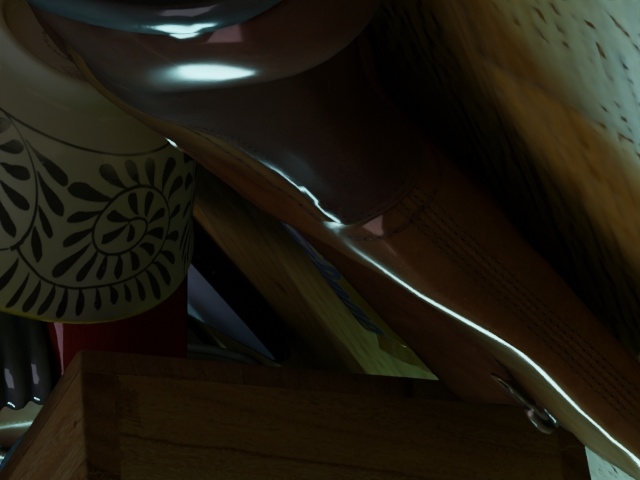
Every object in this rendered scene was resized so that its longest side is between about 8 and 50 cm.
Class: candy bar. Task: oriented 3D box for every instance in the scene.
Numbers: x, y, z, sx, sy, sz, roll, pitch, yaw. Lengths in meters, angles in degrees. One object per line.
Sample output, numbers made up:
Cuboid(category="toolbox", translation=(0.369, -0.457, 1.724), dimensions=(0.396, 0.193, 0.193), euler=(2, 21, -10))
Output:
Cuboid(category="candy bar", translation=(0.000, 0.000, 0.798), dimensions=(0.040, 0.018, 0.161), euler=(26, 159, 52))

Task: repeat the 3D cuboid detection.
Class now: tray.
Cuboid(category="tray", translation=(-0.070, 0.175, 0.839), dimensions=(0.203, 0.076, 0.411), euler=(7, 147, -23))

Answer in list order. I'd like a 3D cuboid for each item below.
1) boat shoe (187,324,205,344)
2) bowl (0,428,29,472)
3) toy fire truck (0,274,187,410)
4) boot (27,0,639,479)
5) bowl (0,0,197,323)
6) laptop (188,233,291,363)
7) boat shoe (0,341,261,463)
Cuboid(category="boat shoe", translation=(-0.092, 0.117, 1.325), dimensions=(0.073, 0.073, 0.207), euler=(39, 166, 43))
Cuboid(category="bowl", translation=(-0.083, 0.196, 1.108), dimensions=(0.311, 0.311, 0.163), euler=(52, -177, -34))
Cuboid(category="toy fire truck", translation=(-0.152, 0.039, 0.798), dimensions=(0.246, 0.217, 0.158), euler=(-116, 23, -47))
Cuboid(category="boot", translation=(0.019, -0.009, 0.541), dimensions=(0.280, 0.096, 0.264), euler=(48, 166, -23))
Cuboid(category="bowl", translation=(-0.113, -0.054, 0.758), dimensions=(0.170, 0.170, 0.080), euler=(40, 123, 13))
Cuboid(category="laptop", translation=(-0.294, -0.032, 1.083), dimensions=(0.408, 0.236, 0.382), euler=(51, 166, -30))
Cuboid(category="boat shoe", translation=(-0.184, 0.101, 1.215), dimensions=(0.122, 0.324, 0.120), euler=(-93, 7, -52))
